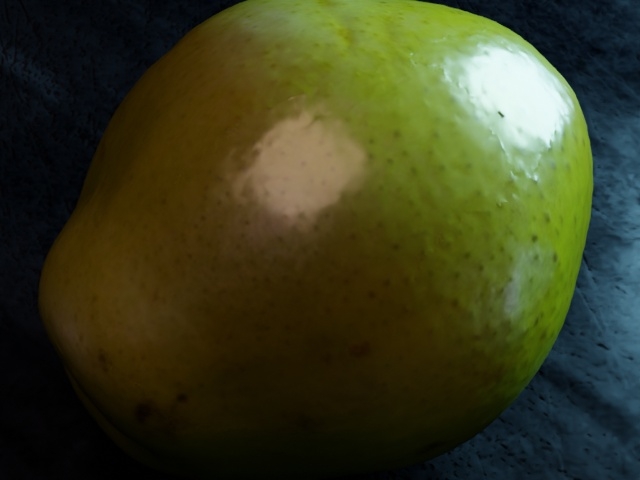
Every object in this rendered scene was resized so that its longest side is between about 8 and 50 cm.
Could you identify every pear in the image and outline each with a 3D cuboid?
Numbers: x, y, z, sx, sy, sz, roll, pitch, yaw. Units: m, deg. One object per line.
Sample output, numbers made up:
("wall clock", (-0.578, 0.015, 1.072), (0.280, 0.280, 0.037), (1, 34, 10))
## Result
("pear", (0.000, 0.000, 1.098), (0.418, 0.362, 0.362), (-35, 57, -18))
